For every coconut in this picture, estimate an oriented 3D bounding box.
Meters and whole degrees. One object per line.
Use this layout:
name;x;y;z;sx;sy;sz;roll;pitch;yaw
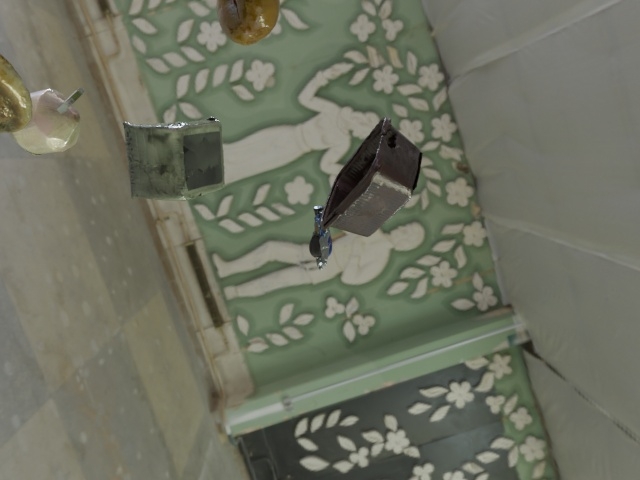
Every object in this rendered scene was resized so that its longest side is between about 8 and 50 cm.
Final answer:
coconut;-0.922;-0.400;1.968;0.224;0.233;0.225;-16;90;-81

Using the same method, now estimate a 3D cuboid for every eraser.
eraser;-0.619;-0.348;1.441;0.019;0.038;0.083;46;36;-26

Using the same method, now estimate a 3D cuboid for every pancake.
pancake;-0.948;-0.407;1.527;0.387;0.386;0.082;72;27;-59

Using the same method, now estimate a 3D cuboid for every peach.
peach;-0.232;-0.746;1.823;0.251;0.153;0.251;23;-56;39

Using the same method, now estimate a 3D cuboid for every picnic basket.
picnic basket;0.126;-0.134;1.396;0.297;0.129;0.223;-47;-158;51

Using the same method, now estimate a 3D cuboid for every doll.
doll;0.000;0.000;1.666;0.096;0.070;0.195;-133;-141;-54

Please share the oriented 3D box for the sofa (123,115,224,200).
sofa;-0.371;-0.214;1.520;0.225;0.175;0.210;-35;127;-60
